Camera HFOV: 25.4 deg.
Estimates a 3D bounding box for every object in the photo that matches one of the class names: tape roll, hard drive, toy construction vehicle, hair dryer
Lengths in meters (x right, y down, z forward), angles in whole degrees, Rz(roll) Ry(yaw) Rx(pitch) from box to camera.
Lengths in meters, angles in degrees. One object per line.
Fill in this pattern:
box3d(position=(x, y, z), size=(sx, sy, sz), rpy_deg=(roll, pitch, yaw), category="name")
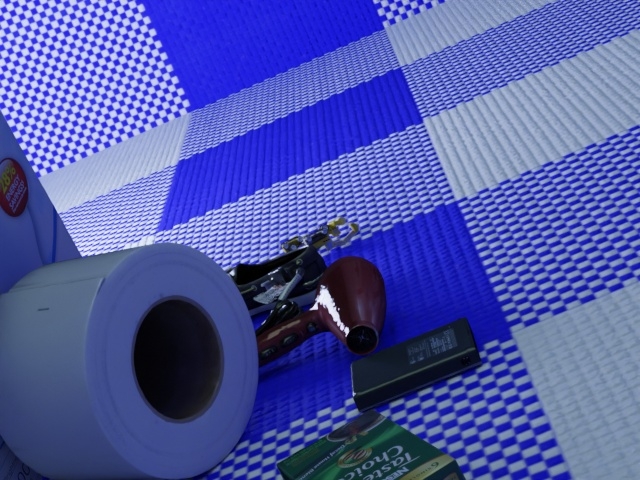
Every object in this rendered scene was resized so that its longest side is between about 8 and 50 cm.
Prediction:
box3d(position=(-0.206, 0.132, 1.496), size=(0.169, 0.246, 0.246), rpy_deg=(-9, 23, 40), category="tape roll")
box3d(position=(0.096, 0.127, 1.472), size=(0.135, 0.022, 0.094), rpy_deg=(-22, 17, 7), category="hard drive")
box3d(position=(0.000, 0.000, 1.992), size=(0.098, 0.035, 0.086), rpy_deg=(-26, 5, -14), category="toy construction vehicle")
box3d(position=(-0.015, 0.108, 1.637), size=(0.293, 0.080, 0.223), rpy_deg=(-12, 36, 56), category="hair dryer")

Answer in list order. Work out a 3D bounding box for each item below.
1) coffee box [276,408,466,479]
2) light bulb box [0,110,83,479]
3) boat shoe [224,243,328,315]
box3d(position=(0.044, 0.211, 1.257), size=(0.113, 0.040, 0.184), rpy_deg=(-28, 17, -14), category="coffee box")
box3d(position=(-0.443, 0.079, 1.561), size=(0.225, 0.361, 0.358), rpy_deg=(-5, 43, 19), category="light bulb box")
box3d(position=(-0.090, 0.059, 1.859), size=(0.228, 0.068, 0.081), rpy_deg=(-16, 18, 26), category="boat shoe")
